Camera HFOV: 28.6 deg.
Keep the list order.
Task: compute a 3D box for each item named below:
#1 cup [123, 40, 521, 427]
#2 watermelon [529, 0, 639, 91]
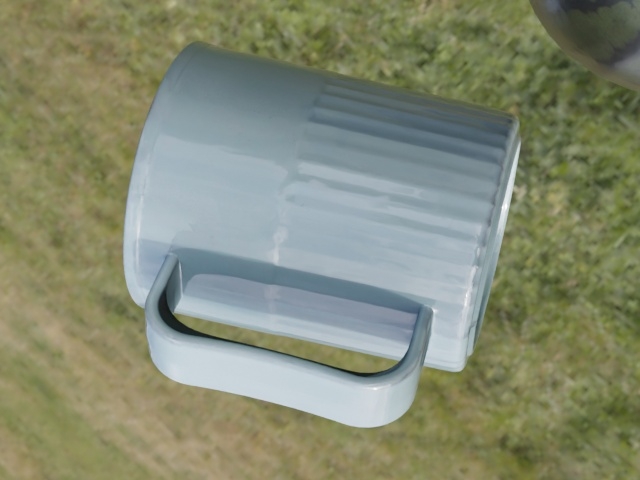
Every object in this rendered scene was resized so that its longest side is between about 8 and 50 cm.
[{"bbox_3d":[0.004,-0.020,1.124,0.311,0.331,0.257,12,107,9],"label":"cup"},{"bbox_3d":[0.308,-0.259,1.056,0.279,0.279,0.359,48,-179,-7],"label":"watermelon"}]
